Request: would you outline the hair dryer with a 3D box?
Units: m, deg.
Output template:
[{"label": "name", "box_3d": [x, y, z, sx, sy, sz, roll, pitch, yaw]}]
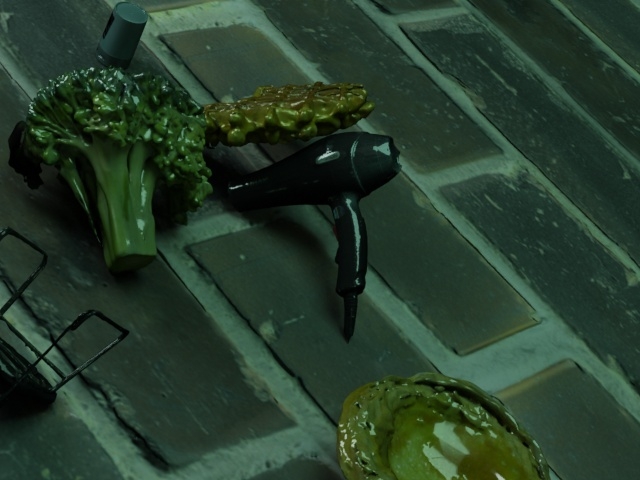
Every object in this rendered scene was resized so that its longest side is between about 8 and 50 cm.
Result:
[{"label": "hair dryer", "box_3d": [0.000, 0.000, 1.897, 0.091, 0.235, 0.272, 41, 38, -62]}]

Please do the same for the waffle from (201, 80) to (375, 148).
[{"label": "waffle", "box_3d": [-0.070, -0.165, 1.997, 0.259, 0.069, 0.293, 6, 18, 45]}]

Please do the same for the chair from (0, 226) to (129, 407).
[{"label": "chair", "box_3d": [-0.335, 0.122, 1.540, 0.140, 0.221, 0.145, 41, -5, 16]}]

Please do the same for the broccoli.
[{"label": "broccoli", "box_3d": [-0.249, -0.078, 1.796, 0.246, 0.263, 0.243, -11, 72, 4]}]

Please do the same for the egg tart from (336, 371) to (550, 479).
[{"label": "egg tart", "box_3d": [0.133, 0.267, 1.667, 0.288, 0.118, 0.288, 17, 37, -13]}]

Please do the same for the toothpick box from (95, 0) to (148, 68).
[{"label": "toothpick box", "box_3d": [-0.278, -0.287, 2.080, 0.052, 0.083, 0.052, 19, 37, -15]}]
